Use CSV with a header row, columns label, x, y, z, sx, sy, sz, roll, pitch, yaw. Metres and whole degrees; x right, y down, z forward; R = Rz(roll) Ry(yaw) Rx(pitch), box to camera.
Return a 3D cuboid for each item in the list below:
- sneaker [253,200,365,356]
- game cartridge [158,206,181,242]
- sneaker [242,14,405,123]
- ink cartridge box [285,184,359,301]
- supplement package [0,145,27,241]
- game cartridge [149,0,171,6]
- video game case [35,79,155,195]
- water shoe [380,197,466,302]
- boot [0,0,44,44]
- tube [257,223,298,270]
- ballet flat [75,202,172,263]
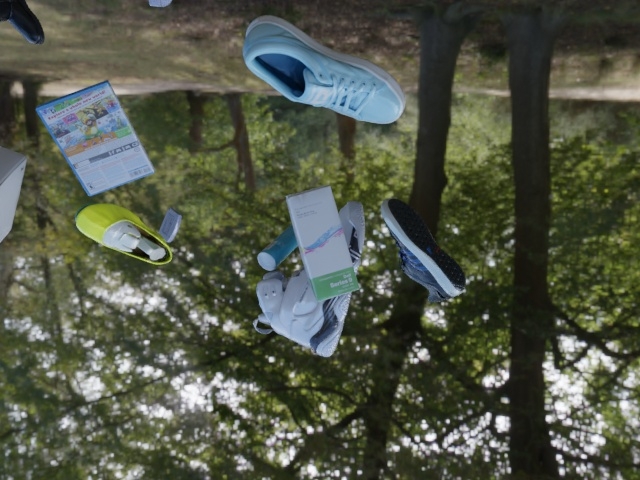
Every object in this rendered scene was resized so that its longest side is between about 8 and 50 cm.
label,x,y,z,sx,sy,sz,roll,pitch,yaw
sneaker,-0.026,0.072,1.422,0.210,0.365,0.137,14,-173,1
game cartridge,-0.397,-0.040,1.650,0.017,0.083,0.056,11,-160,-48
sneaker,0.004,-0.312,1.271,0.366,0.135,0.150,22,-133,-12
ink cartridge box,0.000,0.000,1.246,0.093,0.212,0.154,-18,-175,-3
supplement package,-0.697,-0.094,1.070,0.293,0.177,0.175,21,-151,-13
game cartridge,-0.331,-0.634,1.252,0.062,0.297,0.198,-6,-152,-13
video game case,-0.357,-0.160,1.000,0.119,0.166,0.015,-20,-145,1
water shoe,0.155,0.023,1.049,0.080,0.203,0.073,-37,-177,41
boot,-0.573,-0.404,1.127,0.045,0.121,0.099,-30,180,42
tube,-0.076,-0.003,1.532,0.080,0.052,0.207,10,-143,30
ballet flat,-0.347,-0.005,1.146,0.077,0.077,0.231,38,179,25
